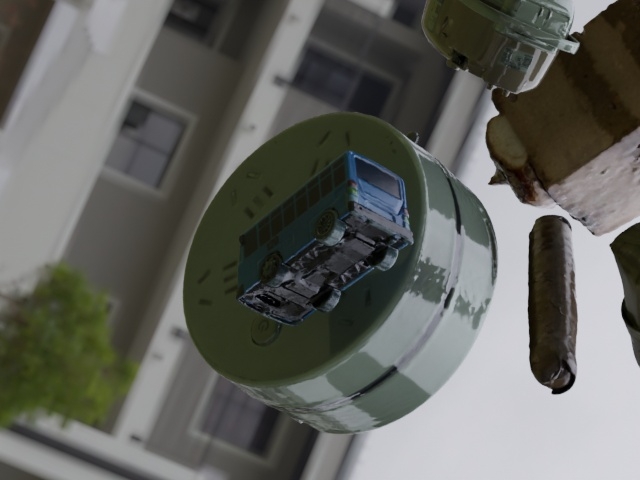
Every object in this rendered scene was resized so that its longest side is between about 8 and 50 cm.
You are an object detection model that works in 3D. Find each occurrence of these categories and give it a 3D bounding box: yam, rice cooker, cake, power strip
[{"bbox_3d":[0.208,0.053,1.638,0.046,0.046,0.264,-58,-170,28],"label":"yam"},{"bbox_3d":[0.188,-0.234,1.948,0.127,0.145,0.206,-64,-155,18],"label":"rice cooker"},{"bbox_3d":[0.344,-0.130,2.234,0.293,0.199,0.196,-35,-125,12],"label":"cake"},{"bbox_3d":[0.022,0.025,2.039,0.357,0.161,0.357,-21,-127,30],"label":"power strip"}]

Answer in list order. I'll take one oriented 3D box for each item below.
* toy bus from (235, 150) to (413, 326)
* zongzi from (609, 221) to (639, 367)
[{"bbox_3d":[0.000,0.000,1.841,0.185,0.090,0.106,-37,-137,34],"label":"toy bus"},{"bbox_3d":[0.406,0.025,1.821,0.242,0.112,0.221,-34,145,-13],"label":"zongzi"}]
